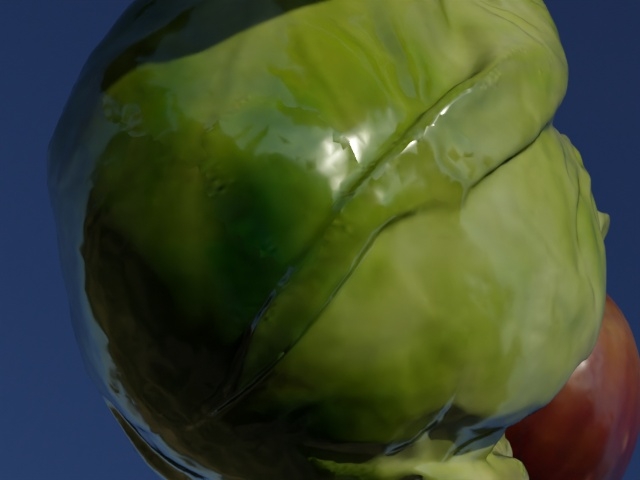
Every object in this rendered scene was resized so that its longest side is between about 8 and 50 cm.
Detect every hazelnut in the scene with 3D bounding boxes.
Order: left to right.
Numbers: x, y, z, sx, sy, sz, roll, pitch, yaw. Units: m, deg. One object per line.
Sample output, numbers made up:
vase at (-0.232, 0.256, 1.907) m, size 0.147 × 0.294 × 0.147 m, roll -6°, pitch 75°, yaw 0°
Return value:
hazelnut at (0.141, 0.158, 1.778) m, size 0.409 × 0.359 × 0.359 m, roll -14°, pitch -58°, yaw 18°

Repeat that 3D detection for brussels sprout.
brussels sprout at (-0.002, 0.001, 1.113) m, size 0.342 × 0.361 × 0.425 m, roll -14°, pitch -88°, yaw 29°
